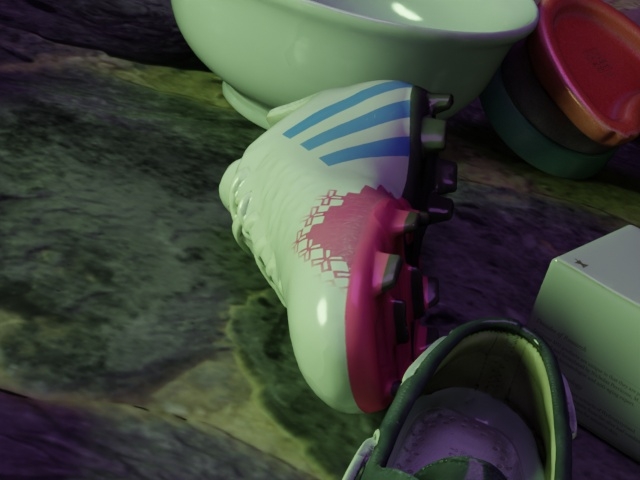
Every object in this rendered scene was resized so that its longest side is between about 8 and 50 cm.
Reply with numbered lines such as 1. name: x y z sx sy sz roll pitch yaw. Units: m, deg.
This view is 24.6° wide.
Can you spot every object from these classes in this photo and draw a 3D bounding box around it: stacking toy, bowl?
1. stacking toy: 0.285 -0.077 1.224 0.309 0.130 0.279 -12 64 -40
2. bowl: 0.008 -0.159 1.131 0.298 0.134 0.298 14 25 -7

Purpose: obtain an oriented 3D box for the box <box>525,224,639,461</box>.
1. box: 0.185 0.057 0.860 0.102 0.087 0.101 32 30 28

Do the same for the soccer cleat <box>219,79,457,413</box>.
1. soccer cleat: 0.000 0.000 0.868 0.143 0.116 0.331 -2 25 11

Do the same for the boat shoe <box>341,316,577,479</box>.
1. boat shoe: 0.052 0.129 0.634 0.114 0.091 0.302 17 26 1
